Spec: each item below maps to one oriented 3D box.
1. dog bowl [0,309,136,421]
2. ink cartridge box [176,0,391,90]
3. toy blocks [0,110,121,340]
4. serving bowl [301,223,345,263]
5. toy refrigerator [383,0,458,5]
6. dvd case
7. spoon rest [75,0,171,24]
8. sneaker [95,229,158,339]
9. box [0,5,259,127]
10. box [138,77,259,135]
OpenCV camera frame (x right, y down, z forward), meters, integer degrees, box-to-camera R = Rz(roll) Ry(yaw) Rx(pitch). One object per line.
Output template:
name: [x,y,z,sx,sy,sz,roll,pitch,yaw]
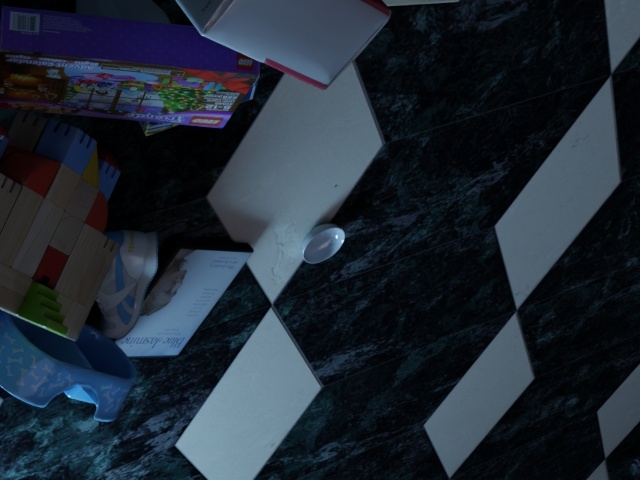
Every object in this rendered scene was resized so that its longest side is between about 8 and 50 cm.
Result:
dog bowl: [-0.391,0.177,1.962,0.074,0.166,0.297,-48,146,9]
ink cartridge box: [-0.093,-0.332,1.468,0.131,0.306,0.226,-50,145,19]
toy blocks: [-0.367,-0.039,1.662,0.261,0.191,0.381,-67,154,-8]
serving bowl: [0.000,0.000,2.234,0.083,0.027,0.083,-24,145,-18]
toy refrigerator: [0.077,-0.383,1.771,0.270,0.094,0.102,-11,133,-35]
dvd case: [-0.236,0.099,2.127,0.180,0.022,0.253,3,131,-52]
spoon rest: [-0.254,-0.276,1.619,0.137,0.084,0.276,-29,160,-11]
sneaker: [-0.311,0.063,1.981,0.092,0.087,0.228,7,136,-18]
box: [-0.236,-0.199,1.553,0.293,0.057,0.201,4,167,-16]
box: [-0.171,-0.203,1.782,0.169,0.054,0.059,-22,159,-22]
